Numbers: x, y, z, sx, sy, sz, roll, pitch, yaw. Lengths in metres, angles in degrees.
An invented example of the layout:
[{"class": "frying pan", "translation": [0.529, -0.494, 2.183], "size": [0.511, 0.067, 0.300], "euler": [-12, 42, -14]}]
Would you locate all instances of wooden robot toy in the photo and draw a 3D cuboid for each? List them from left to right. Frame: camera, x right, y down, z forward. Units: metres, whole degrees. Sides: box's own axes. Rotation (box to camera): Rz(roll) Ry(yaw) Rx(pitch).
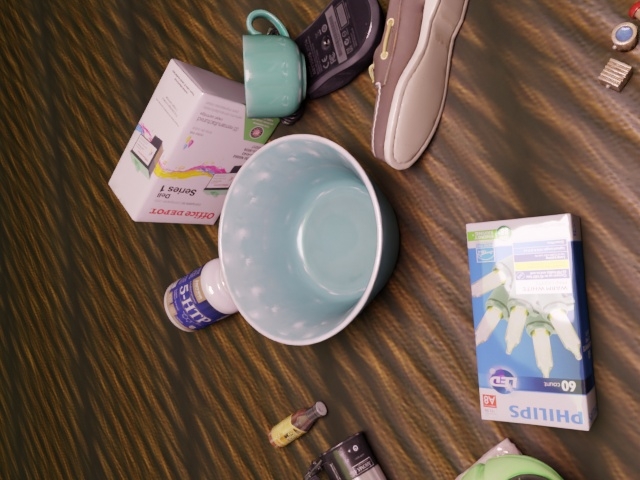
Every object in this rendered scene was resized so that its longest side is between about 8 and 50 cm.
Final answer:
[{"class": "wooden robot toy", "translation": [0.393, -0.261, 0.615], "size": [0.173, 0.079, 0.076], "euler": [-45, 65, 26]}]

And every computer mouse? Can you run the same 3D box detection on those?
[{"class": "computer mouse", "translation": [0.016, -0.325, 0.902], "size": [0.272, 0.072, 0.189], "euler": [-17, 81, 47]}]

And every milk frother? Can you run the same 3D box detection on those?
[{"class": "milk frother", "translation": [0.043, 0.406, 0.861], "size": [0.135, 0.129, 0.143], "euler": [60, 163, 21]}]

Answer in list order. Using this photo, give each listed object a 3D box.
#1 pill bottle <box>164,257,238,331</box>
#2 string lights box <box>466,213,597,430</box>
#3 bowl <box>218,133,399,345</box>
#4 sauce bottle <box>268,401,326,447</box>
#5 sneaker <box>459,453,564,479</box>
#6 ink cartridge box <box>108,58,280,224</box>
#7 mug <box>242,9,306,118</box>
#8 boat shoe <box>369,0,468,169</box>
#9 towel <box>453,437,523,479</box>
[{"class": "pill bottle", "translation": [-0.204, 0.098, 1.022], "size": [0.186, 0.112, 0.112], "euler": [-28, 73, 32]}, {"class": "string lights box", "translation": [0.277, 0.102, 0.695], "size": [0.133, 0.076, 0.260], "euler": [-6, 86, 34]}, {"class": "bowl", "translation": [0.000, 0.000, 0.844], "size": [0.311, 0.163, 0.312], "euler": [-1, 89, 35]}, {"class": "sauce bottle", "translation": [-0.041, 0.328, 0.942], "size": [0.128, 0.042, 0.042], "euler": [-43, 66, 29]}, {"class": "sneaker", "translation": [0.303, 0.474, 0.559], "size": [0.185, 0.202, 0.483], "euler": [-43, 83, 23]}, {"class": "ink cartridge box", "translation": [-0.236, -0.168, 0.993], "size": [0.117, 0.201, 0.278], "euler": [49, 116, 26]}, {"class": "mug", "translation": [-0.075, -0.278, 0.856], "size": [0.130, 0.097, 0.158], "euler": [-102, 12, -51]}, {"class": "boat shoe", "translation": [0.131, -0.269, 0.787], "size": [0.096, 0.116, 0.325], "euler": [18, 96, 39]}, {"class": "towel", "translation": [0.233, 0.436, 0.741], "size": [0.187, 0.049, 0.282], "euler": [48, 114, 25]}]
